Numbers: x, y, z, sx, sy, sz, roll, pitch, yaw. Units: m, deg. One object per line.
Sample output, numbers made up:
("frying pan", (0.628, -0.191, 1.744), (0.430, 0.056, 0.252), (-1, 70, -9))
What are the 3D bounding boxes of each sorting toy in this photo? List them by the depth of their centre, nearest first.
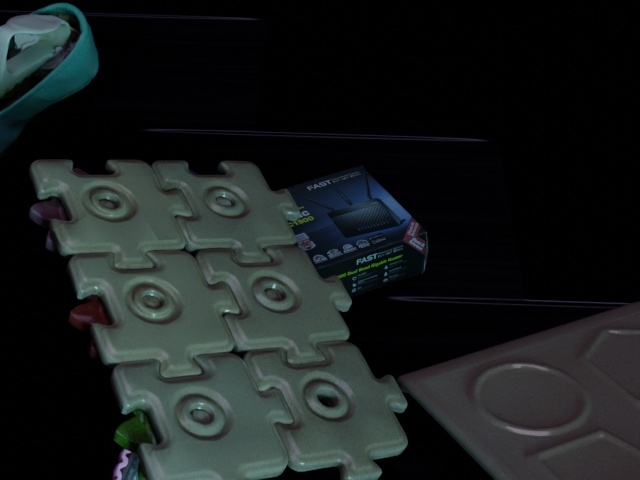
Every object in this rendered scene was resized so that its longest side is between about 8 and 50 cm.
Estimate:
("sorting toy", (0.174, 0.107, 0.657), (0.193, 0.038, 0.208), (-14, 28, -25))

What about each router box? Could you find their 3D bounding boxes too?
("router box", (0.000, 0.000, 0.809), (0.122, 0.038, 0.092), (-18, 42, -23))

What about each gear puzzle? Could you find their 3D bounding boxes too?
("gear puzzle", (-0.046, 0.081, 0.659), (0.176, 0.044, 0.339), (-2, 47, -33))

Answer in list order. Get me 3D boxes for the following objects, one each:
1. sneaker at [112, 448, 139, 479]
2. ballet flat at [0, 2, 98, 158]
("sneaker", (-0.075, 0.122, 0.653), (0.057, 0.047, 0.119), (25, 44, 11))
("ballet flat", (-0.263, -0.121, 0.917), (0.083, 0.087, 0.247), (17, 41, 19))
